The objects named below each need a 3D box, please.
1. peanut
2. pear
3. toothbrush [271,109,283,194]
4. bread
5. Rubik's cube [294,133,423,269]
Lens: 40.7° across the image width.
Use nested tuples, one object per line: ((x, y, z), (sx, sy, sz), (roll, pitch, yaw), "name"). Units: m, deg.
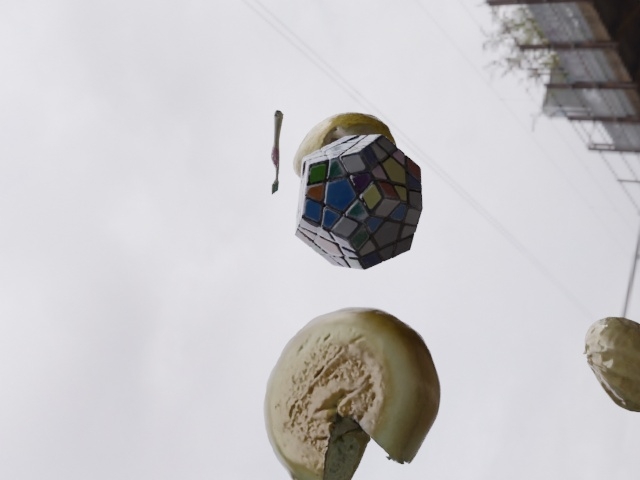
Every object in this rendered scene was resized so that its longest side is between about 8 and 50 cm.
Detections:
((0.414, 0.172, 1.039), (0.098, 0.214, 0.090), (-53, -18, -22), "peanut")
((0.043, -0.117, 1.369), (0.178, 0.178, 0.178), (-14, -72, -52), "pear")
((-0.079, -0.159, 1.560), (0.204, 0.017, 0.022), (97, -160, -49), "toothbrush")
((0.055, 0.268, 1.473), (0.160, 0.333, 0.333), (23, -102, -55), "bread")
((0.029, -0.030, 0.680), (0.111, 0.093, 0.111), (-19, -45, -20), "Rubik's cube")
